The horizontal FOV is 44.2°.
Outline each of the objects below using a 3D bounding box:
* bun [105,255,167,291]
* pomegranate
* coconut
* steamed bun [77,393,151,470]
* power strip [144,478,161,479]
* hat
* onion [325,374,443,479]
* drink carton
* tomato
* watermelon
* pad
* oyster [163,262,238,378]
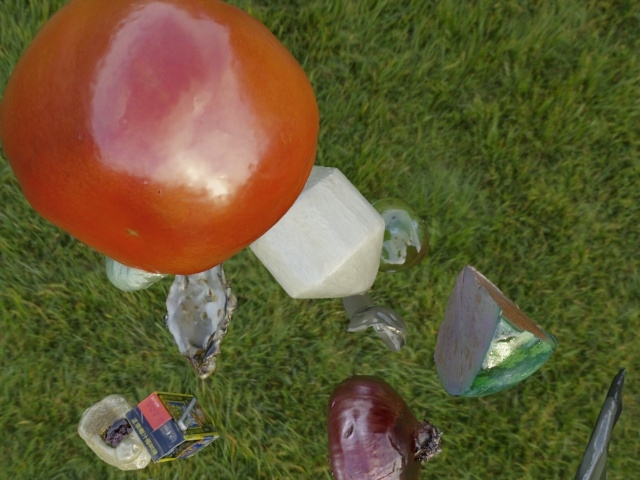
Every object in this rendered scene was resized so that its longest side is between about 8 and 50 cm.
[{"bbox_3d":[-0.394,0.022,1.753,0.195,0.195,0.118,-35,118,-13],"label":"bun"},{"bbox_3d":[0.142,0.002,1.795,0.209,0.180,0.180,-24,85,13],"label":"pomegranate"},{"bbox_3d":[0.000,0.000,1.503,0.237,0.237,0.266,-44,89,-13],"label":"coconut"},{"bbox_3d":[-0.459,0.463,1.829,0.141,0.172,0.155,-40,50,-15],"label":"steamed bun"},{"bbox_3d":[-0.222,0.461,1.353,0.270,0.118,0.046,3,94,17],"label":"power strip"},{"bbox_3d":[0.138,0.162,1.860,0.166,0.144,0.173,30,49,-41],"label":"hat"},{"bbox_3d":[0.152,0.477,1.845,0.285,0.347,0.348,-10,82,13],"label":"onion"},{"bbox_3d":[-0.180,0.230,0.982,0.056,0.166,0.071,-39,77,-4],"label":"drink carton"},{"bbox_3d":[-0.124,-0.076,0.627,0.260,0.260,0.180,18,59,-6],"label":"tomato"},{"bbox_3d":[0.378,0.202,1.600,0.222,0.292,0.319,3,119,-11],"label":"watermelon"},{"bbox_3d":[0.226,0.235,0.682,0.022,0.233,0.174,19,54,26],"label":"pad"},{"bbox_3d":[-0.120,0.070,0.833,0.051,0.103,0.148,18,79,-40],"label":"oyster"}]
